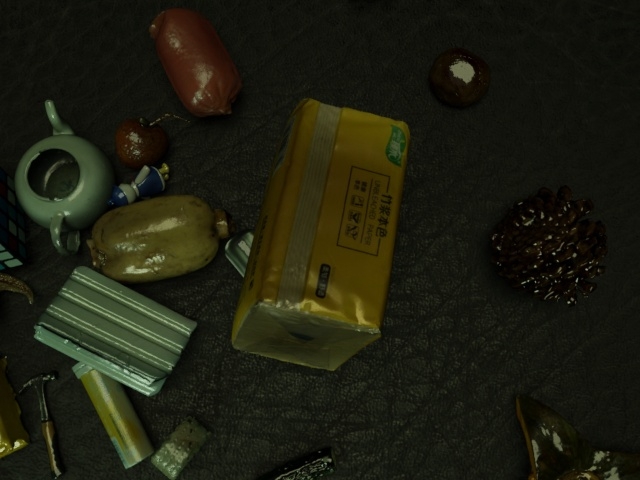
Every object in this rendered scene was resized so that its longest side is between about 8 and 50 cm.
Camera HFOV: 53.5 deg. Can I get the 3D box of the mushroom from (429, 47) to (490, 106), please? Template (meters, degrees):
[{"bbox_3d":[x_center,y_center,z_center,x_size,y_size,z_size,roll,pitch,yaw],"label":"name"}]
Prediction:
[{"bbox_3d":[0.290,-0.338,1.325,0.127,0.087,0.127,2,98,16],"label":"mushroom"}]

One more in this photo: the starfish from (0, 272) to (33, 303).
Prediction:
[{"bbox_3d":[-0.674,0.088,1.255,0.213,0.057,0.238,-8,61,-7],"label":"starfish"}]

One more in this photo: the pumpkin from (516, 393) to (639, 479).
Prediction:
[{"bbox_3d":[0.470,0.461,1.171,0.290,0.095,0.258,22,77,0],"label":"pumpkin"}]

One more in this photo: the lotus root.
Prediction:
[{"bbox_3d":[-0.306,-0.003,1.223,0.284,0.160,0.146,-13,38,-5],"label":"lotus root"}]

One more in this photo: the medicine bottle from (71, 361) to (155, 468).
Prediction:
[{"bbox_3d":[-0.391,0.320,1.207,0.074,0.074,0.218,-29,83,-5],"label":"medicine bottle"}]

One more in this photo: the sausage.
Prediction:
[{"bbox_3d":[-0.251,-0.364,1.289,0.148,0.148,0.255,-25,80,-4],"label":"sausage"}]

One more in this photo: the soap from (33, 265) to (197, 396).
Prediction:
[{"bbox_3d":[-0.383,0.168,1.182,0.261,0.094,0.150,29,51,-5],"label":"soap"}]

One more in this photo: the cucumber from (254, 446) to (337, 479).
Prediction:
[{"bbox_3d":[-0.056,0.445,1.192,0.187,0.058,0.058,-25,81,-4],"label":"cucumber"}]

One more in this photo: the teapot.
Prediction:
[{"bbox_3d":[-0.505,-0.115,1.250,0.193,0.129,0.295,-5,80,0],"label":"teapot"}]

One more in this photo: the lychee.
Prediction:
[{"bbox_3d":[-0.353,-0.206,1.281,0.114,0.101,0.140,25,93,-27],"label":"lychee"}]

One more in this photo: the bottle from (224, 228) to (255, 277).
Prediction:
[{"bbox_3d":[-0.090,0.095,1.243,0.096,0.079,0.254,-44,82,19],"label":"bottle"}]

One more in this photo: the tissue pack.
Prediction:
[{"bbox_3d":[0.000,0.000,1.095,0.228,0.293,0.382,17,63,-9],"label":"tissue pack"}]

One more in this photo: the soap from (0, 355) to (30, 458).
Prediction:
[{"bbox_3d":[-0.732,0.361,1.184,0.324,0.096,0.204,-24,81,-4],"label":"soap"}]

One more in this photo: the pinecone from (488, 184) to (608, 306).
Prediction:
[{"bbox_3d":[0.436,0.020,1.201,0.221,0.221,0.222,0,80,0],"label":"pinecone"}]

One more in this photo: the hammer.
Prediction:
[{"bbox_3d":[-0.530,0.357,1.223,0.078,0.021,0.201,-15,80,-3],"label":"hammer"}]

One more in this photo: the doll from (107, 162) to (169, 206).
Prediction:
[{"bbox_3d":[-0.361,-0.106,1.263,0.057,0.099,0.143,42,56,17],"label":"doll"}]

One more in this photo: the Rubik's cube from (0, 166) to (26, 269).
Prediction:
[{"bbox_3d":[-0.685,-0.046,1.191,0.187,0.184,0.182,-14,64,-4],"label":"Rubik's cube"}]

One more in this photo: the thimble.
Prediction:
[{"bbox_3d":[-0.260,0.386,1.186,0.062,0.084,0.110,39,66,3],"label":"thimble"}]
